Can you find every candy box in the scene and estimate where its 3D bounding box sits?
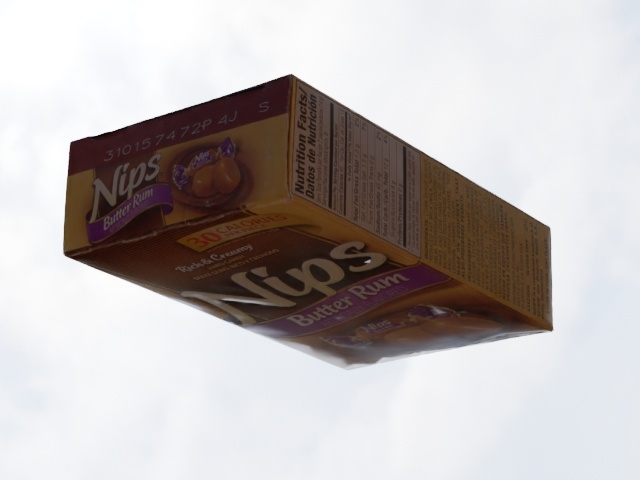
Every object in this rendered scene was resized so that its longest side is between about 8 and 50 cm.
[{"bbox_3d":[0.000,0.000,0.789,0.109,0.053,0.186,-14,-26,34],"label":"candy box"}]
